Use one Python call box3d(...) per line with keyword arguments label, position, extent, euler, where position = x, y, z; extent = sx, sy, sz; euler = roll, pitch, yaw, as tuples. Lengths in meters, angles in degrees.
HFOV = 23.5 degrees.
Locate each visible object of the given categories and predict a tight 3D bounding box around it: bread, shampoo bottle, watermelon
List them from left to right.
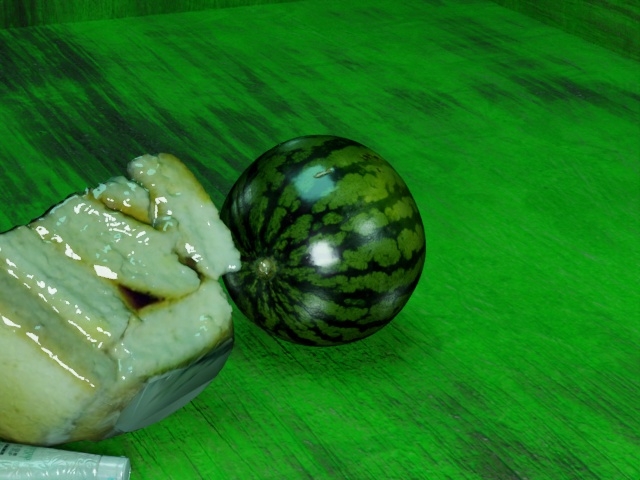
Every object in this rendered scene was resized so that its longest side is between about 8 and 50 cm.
box3d(label="shampoo bottle", position=(-0.309, 0.255, 1.730), extent=(0.190, 0.041, 0.069), euler=(4, 16, 8))
box3d(label="bread", position=(-0.275, 0.106, 1.805), extent=(0.395, 0.264, 0.239), euler=(-32, -8, -37))
box3d(label="watermelon", position=(0.000, 0.000, 2.052), extent=(0.285, 0.285, 0.285), euler=(0, 21, 0))
